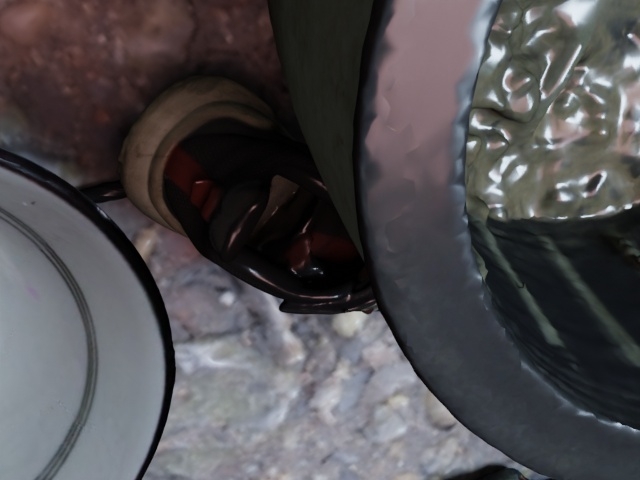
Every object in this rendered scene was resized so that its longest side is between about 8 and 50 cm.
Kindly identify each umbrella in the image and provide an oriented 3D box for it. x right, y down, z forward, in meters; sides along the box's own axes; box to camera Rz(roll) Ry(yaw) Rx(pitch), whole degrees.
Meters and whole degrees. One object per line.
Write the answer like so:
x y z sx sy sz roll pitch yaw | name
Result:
-0.089 -0.032 0.642 0.149 0.022 0.022 -18 76 -7 | umbrella

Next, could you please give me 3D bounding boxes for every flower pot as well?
0.108 -0.101 0.491 0.293 0.330 0.294 -7 115 -15 | flower pot

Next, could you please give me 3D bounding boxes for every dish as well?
-0.231 0.069 0.555 0.316 0.106 0.316 -16 126 -23 | dish

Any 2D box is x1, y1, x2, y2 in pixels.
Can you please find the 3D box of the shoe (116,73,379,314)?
0.000 0.000 0.617 0.227 0.112 0.099 27 105 -36 | shoe

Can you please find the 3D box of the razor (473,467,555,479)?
0.140 0.320 0.822 0.189 0.107 0.327 6 113 -17 | razor
